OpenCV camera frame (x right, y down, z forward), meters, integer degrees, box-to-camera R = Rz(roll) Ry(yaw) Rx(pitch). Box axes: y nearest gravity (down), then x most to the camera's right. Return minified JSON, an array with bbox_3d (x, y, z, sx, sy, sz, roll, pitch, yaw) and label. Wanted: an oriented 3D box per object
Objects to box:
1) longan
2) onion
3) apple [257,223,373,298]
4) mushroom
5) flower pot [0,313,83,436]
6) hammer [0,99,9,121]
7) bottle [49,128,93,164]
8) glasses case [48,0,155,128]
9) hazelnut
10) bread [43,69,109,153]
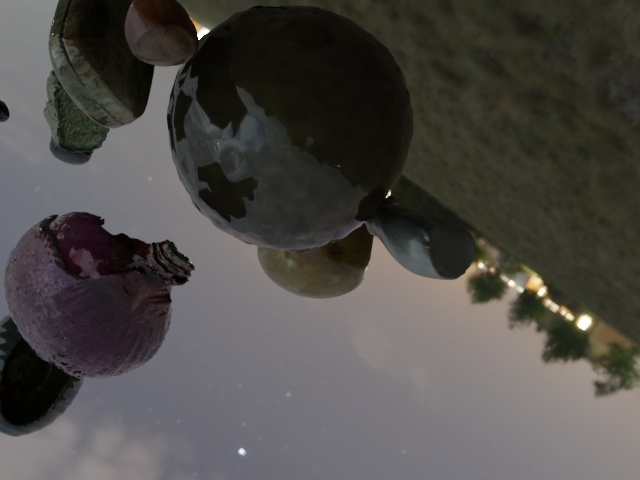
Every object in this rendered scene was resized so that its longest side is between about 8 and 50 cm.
[{"bbox_3d":[-0.047,-0.177,1.449,0.391,0.391,0.391,35,-175,-3],"label":"longan"},{"bbox_3d":[-0.331,0.088,1.316,0.267,0.159,0.349,53,143,-11],"label":"onion"},{"bbox_3d":[0.000,0.000,2.014,0.264,0.264,0.264,35,-175,-3],"label":"apple"},{"bbox_3d":[0.138,-0.007,1.460,0.116,0.093,0.225,-20,-152,-37],"label":"mushroom"},{"bbox_3d":[-0.522,0.231,1.656,0.189,0.243,0.157,31,167,-20],"label":"flower pot"},{"bbox_3d":[-0.704,-0.327,1.679,0.427,0.044,0.152,36,152,21],"label":"hammer"},{"bbox_3d":[-0.457,-0.277,1.824,0.143,0.271,0.156,25,152,-31],"label":"bottle"},{"bbox_3d":[-0.293,-0.323,1.302,0.156,0.098,0.425,54,-158,-39],"label":"glasses case"},{"bbox_3d":[-0.178,-0.233,1.014,0.086,0.086,0.086,35,-175,-3],"label":"hazelnut"},{"bbox_3d":[-0.388,-0.230,1.460,0.103,0.156,0.110,-2,-140,-28],"label":"bread"}]
